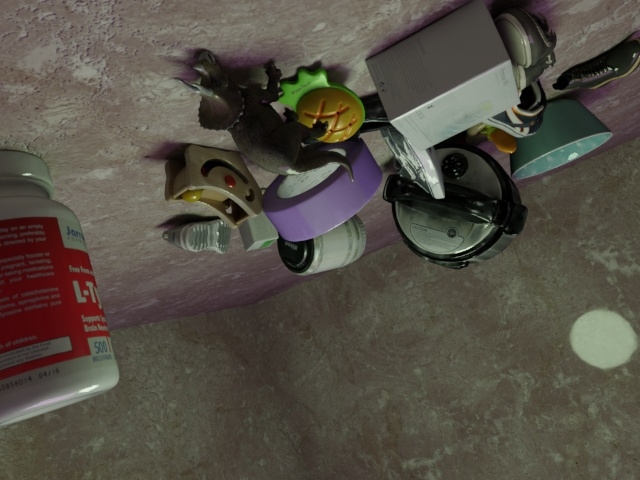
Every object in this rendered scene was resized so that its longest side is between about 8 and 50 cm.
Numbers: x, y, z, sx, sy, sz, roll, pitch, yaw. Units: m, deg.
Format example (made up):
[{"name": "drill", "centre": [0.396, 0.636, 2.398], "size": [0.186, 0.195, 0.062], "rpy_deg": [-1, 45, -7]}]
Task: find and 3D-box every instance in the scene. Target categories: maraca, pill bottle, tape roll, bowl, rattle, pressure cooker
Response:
[{"name": "maraca", "centre": [0.004, -0.249, 0.971], "size": [0.127, 0.099, 0.185], "rpy_deg": [-28, 141, 28]}, {"name": "pill bottle", "centre": [-0.491, 0.076, 0.851], "size": [0.228, 0.408, 0.229], "rpy_deg": [-19, 170, -3]}, {"name": "tape roll", "centre": [0.000, -0.121, 1.183], "size": [0.274, 0.090, 0.275], "rpy_deg": [-27, -154, 15]}, {"name": "bowl", "centre": [0.723, -0.332, 1.644], "size": [0.311, 0.163, 0.311], "rpy_deg": [-19, 170, -4]}, {"name": "rattle", "centre": [0.499, -0.288, 1.551], "size": [0.130, 0.143, 0.200], "rpy_deg": [-35, 171, -26]}, {"name": "pressure cooker", "centre": [0.417, -0.110, 1.634], "size": [0.369, 0.376, 0.420], "rpy_deg": [-29, 164, 21]}]

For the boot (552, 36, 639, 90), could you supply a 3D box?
[{"name": "boot", "centre": [0.712, -0.440, 1.342], "size": [0.137, 0.077, 0.198], "rpy_deg": [-12, 167, -14]}]

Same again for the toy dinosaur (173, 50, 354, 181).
[{"name": "toy dinosaur", "centre": [-0.085, -0.178, 0.858], "size": [0.121, 0.313, 0.160], "rpy_deg": [-17, -146, 54]}]

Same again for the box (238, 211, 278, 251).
[{"name": "box", "centre": [-0.200, -0.032, 1.663], "size": [0.087, 0.102, 0.101], "rpy_deg": [-12, 168, -28]}]

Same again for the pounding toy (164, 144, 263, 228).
[{"name": "pounding toy", "centre": [-0.234, -0.096, 1.137], "size": [0.154, 0.154, 0.269], "rpy_deg": [-26, 167, 30]}]

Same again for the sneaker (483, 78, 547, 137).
[{"name": "sneaker", "centre": [0.517, -0.342, 1.324], "size": [0.321, 0.126, 0.127], "rpy_deg": [-6, 169, -45]}]

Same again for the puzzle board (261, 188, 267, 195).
[{"name": "puzzle board", "centre": [-0.164, -0.124, 1.514], "size": [0.096, 0.011, 0.128], "rpy_deg": [-24, 168, 28]}]

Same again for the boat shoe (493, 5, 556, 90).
[{"name": "boat shoe", "centre": [0.402, -0.382, 1.001], "size": [0.095, 0.112, 0.335], "rpy_deg": [-36, 169, 17]}]

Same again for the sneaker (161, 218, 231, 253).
[{"name": "sneaker", "centre": [-0.354, -0.022, 1.544], "size": [0.115, 0.105, 0.281], "rpy_deg": [8, 180, 17]}]

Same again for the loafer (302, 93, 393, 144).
[{"name": "loafer", "centre": [0.062, -0.246, 1.117], "size": [0.223, 0.078, 0.076], "rpy_deg": [-19, 169, -4]}]

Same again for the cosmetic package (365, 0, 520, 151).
[{"name": "cosmetic package", "centre": [0.241, -0.299, 0.995], "size": [0.224, 0.138, 0.224], "rpy_deg": [-25, 165, 21]}]

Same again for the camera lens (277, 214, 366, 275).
[{"name": "camera lens", "centre": [0.000, 0.000, 1.862], "size": [0.274, 0.220, 0.219], "rpy_deg": [-10, 166, -42]}]

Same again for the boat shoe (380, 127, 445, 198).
[{"name": "boat shoe", "centre": [0.239, -0.205, 1.345], "size": [0.102, 0.108, 0.301], "rpy_deg": [-14, 143, 25]}]
